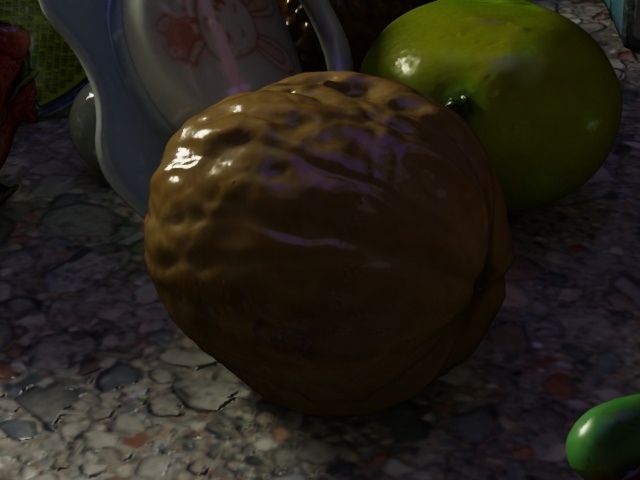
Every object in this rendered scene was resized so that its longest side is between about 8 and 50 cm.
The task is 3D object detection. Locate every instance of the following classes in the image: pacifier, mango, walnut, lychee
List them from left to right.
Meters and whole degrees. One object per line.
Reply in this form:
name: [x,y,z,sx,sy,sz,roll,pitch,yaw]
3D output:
pacifier: [-0.110,-0.120,0.976,0.238,0.287,0.225,-20,-3,-42]
walnut: [0.000,0.000,0.743,0.213,0.213,0.213,-1,28,1]
lychee: [0.031,-0.233,1.168,0.200,0.200,0.238,5,47,12]
mango: [0.117,-0.110,0.976,0.185,0.149,0.273,-9,23,-9]

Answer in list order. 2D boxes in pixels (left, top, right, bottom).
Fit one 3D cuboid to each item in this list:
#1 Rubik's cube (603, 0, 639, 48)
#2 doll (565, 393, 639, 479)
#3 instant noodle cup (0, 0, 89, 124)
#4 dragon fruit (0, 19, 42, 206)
Rubik's cube: [0.457,-0.408,1.310,0.343,0.345,0.337,0,27,5]
doll: [0.252,0.073,0.554,0.363,0.160,0.183,-35,81,-29]
instant noodle cup: [-0.340,-0.273,1.213,0.284,0.284,0.312,-12,22,-19]
dragon fruit: [-0.335,-0.102,0.960,0.269,0.198,0.200,17,53,45]
